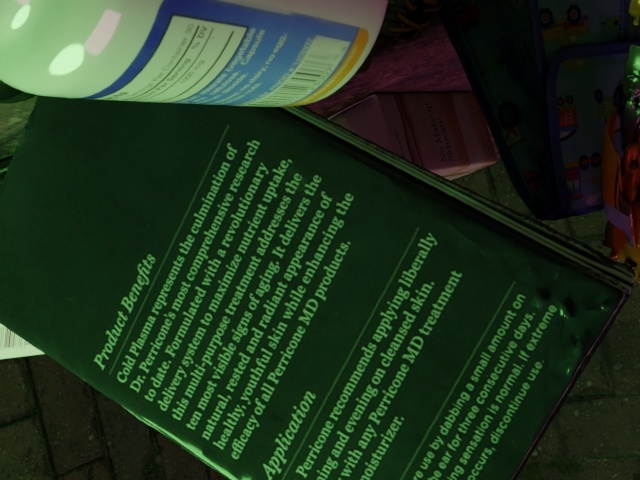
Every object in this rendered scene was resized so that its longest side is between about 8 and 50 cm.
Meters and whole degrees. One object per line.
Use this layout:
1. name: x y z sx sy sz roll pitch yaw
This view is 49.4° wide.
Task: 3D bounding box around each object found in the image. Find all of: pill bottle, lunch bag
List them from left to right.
1. pill bottle: -0.095 -0.149 0.361 0.152 0.152 0.272 -17 176 39
2. lunch bag: 0.257 -0.154 0.674 0.221 0.293 0.138 -14 177 -30

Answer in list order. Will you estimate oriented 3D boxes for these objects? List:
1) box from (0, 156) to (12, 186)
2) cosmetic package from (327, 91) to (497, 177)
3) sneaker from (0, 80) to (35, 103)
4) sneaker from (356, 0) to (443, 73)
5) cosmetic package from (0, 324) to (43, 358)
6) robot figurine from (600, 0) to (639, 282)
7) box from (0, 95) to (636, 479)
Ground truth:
1. box: -0.389 -0.106 0.986 0.162 0.029 0.116 -15 179 23
2. cosmetic package: 0.173 -0.179 1.261 0.296 0.153 0.129 -14 176 -43
3. sneaker: -0.298 -0.139 0.584 0.170 0.051 0.089 -19 179 -17
4. sneaker: 0.076 -0.219 0.607 0.084 0.083 0.215 -11 174 -36
5. cosmetic package: -0.335 0.030 1.044 0.377 0.097 0.284 -3 -145 -35
6. robot figurine: 0.300 -0.112 0.537 0.211 0.291 0.085 -22 -143 -15
7. box: 0.008 0.029 0.742 0.471 0.297 0.480 31 -170 13
